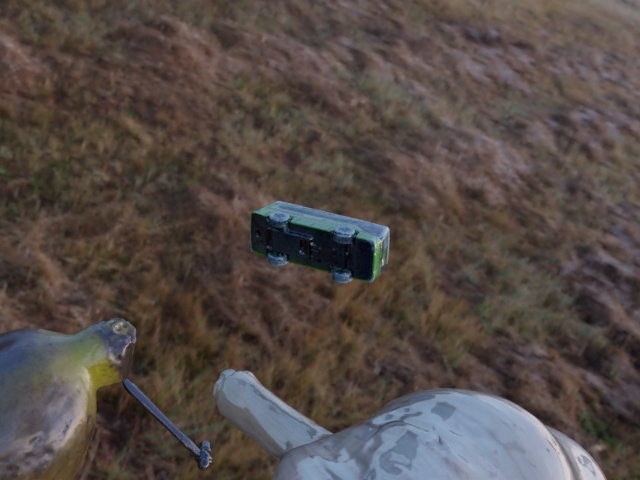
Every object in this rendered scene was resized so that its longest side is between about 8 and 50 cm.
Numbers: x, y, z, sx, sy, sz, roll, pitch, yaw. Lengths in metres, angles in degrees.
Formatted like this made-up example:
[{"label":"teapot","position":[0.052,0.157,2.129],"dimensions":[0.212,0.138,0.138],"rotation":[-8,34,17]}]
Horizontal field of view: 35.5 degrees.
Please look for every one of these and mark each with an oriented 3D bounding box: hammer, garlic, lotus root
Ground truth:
[{"label":"hammer","position":[-0.221,0.260,1.433],"dimensions":[0.178,0.021,0.065],"rotation":[45,8,-11]},{"label":"garlic","position":[0.022,0.132,0.520],"dimensions":[0.199,0.199,0.226],"rotation":[2,31,-42]},{"label":"lotus root","position":[-0.284,0.170,0.839],"dimensions":[0.141,0.314,0.169],"rotation":[50,-8,-31]}]

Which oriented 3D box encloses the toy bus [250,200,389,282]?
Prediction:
[{"label":"toy bus","position":[0.000,0.000,0.582],"dimensions":[0.083,0.031,0.037],"rotation":[14,24,27]}]
